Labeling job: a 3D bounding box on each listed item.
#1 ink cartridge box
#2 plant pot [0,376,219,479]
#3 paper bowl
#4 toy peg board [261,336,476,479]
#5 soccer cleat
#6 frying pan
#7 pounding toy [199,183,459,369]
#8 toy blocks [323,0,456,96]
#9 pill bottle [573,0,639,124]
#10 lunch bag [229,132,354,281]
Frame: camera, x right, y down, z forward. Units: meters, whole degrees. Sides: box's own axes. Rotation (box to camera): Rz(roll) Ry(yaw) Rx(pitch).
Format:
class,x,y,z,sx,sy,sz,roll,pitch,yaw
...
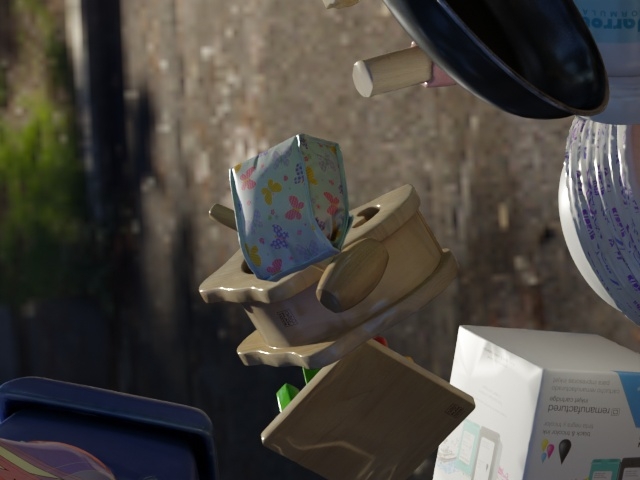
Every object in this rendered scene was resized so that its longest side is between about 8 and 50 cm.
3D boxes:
class,x,y,z,sx,sy,sz,roll,pitch,yaw
ink cartridge box,0.261,0.253,2.210,0.197,0.198,0.270,26,110,62
plant pot,-0.205,0.262,1.755,0.236,0.236,0.212,90,-167,-51
paper bowl,0.353,-0.032,1.987,0.148,0.284,0.284,-22,72,44
toy peg board,0.045,0.166,2.028,0.161,0.160,0.079,-48,29,22
soccer cleat,-0.202,0.164,1.227,0.095,0.248,0.083,23,94,27
frying pan,0.041,-0.190,1.043,0.053,0.197,0.326,-39,86,25
pounding toy,0.000,0.000,1.559,0.155,0.154,0.269,59,155,-13
toy blocks,0.150,-0.357,2.121,0.309,0.260,0.288,67,151,11
pill bottle,0.209,-0.215,1.349,0.146,0.146,0.264,-124,22,-54
lunch bag,-0.018,-0.019,1.308,0.071,0.053,0.083,-26,62,37
